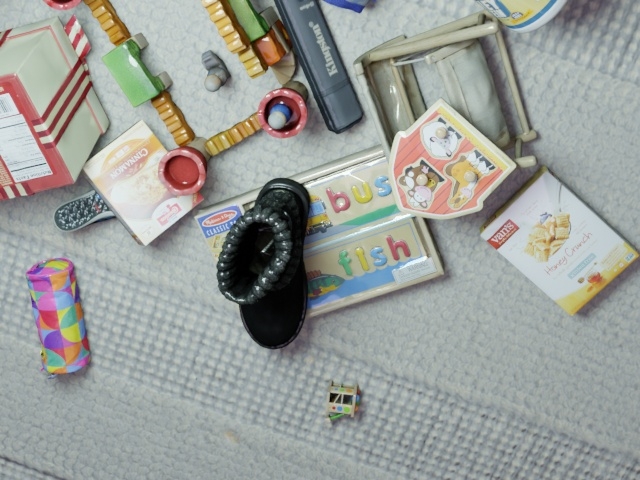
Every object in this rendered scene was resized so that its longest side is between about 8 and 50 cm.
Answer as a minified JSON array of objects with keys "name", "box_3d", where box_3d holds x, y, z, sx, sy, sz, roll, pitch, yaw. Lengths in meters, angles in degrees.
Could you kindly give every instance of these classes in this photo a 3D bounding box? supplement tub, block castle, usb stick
[{"name":"supplement tub","box_3d":[0.282,-0.430,1.541,0.200,0.144,0.144,31,113,-27]},{"name":"block castle","box_3d":[-0.236,-0.332,1.700,0.303,0.213,0.453,-27,105,15]},{"name":"usb stick","box_3d":[-0.003,-0.323,1.757,0.077,0.045,0.278,-31,108,-23]}]

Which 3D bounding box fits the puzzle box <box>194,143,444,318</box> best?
[{"name":"puzzle box","box_3d":[0.000,0.000,1.888,0.409,0.052,0.272,-19,107,14]}]

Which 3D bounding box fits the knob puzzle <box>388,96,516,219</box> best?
[{"name":"knob puzzle","box_3d":[0.197,-0.112,1.667,0.213,0.030,0.213,5,114,10]}]

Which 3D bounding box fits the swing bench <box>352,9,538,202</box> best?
[{"name":"swing bench","box_3d":[0.217,-0.234,1.718,0.255,0.165,0.253,-14,109,17]}]

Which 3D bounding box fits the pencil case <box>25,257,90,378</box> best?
[{"name":"pencil case","box_3d":[-0.524,0.154,1.984,0.105,0.104,0.236,0,109,7]}]

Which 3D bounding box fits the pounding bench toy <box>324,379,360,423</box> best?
[{"name":"pounding bench toy","box_3d":[0.044,0.332,2.010,0.065,0.052,0.083,7,112,3]}]

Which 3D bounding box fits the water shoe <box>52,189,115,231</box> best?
[{"name":"water shoe","box_3d":[-0.411,-0.074,1.900,0.203,0.080,0.072,-18,97,-13]}]

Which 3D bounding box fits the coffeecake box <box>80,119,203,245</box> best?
[{"name":"coffeecake box","box_3d":[-0.331,-0.105,1.843,0.142,0.068,0.185,-41,104,-15]}]

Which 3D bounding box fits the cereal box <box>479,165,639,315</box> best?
[{"name":"cereal box","box_3d":[0.437,0.002,1.840,0.240,0.047,0.173,40,110,-9]}]

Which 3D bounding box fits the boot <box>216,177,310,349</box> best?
[{"name":"boot","box_3d":[-0.099,0.074,1.759,0.131,0.260,0.347,4,111,5]}]

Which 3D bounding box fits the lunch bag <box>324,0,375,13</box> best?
[{"name":"lunch bag","box_3d":[0.010,-0.560,1.555,0.386,0.239,0.327,15,117,-41]}]

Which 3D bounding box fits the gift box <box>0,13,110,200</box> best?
[{"name":"gift box","box_3d":[-0.531,-0.249,1.739,0.255,0.258,0.276,-8,123,11]}]
